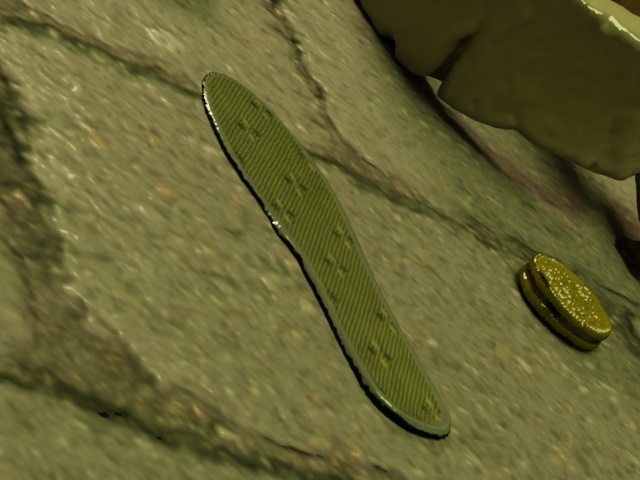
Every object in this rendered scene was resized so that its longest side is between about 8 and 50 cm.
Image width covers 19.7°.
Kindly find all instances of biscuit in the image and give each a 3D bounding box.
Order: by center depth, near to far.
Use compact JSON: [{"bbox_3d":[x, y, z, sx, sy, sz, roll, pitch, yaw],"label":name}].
[{"bbox_3d":[0.184,0.045,1.388,0.084,0.023,0.084,37,23,-19],"label":"biscuit"}]

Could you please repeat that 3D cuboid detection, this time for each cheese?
[{"bbox_3d":[0.190,-0.207,1.624,0.292,0.153,0.332,13,32,-29],"label":"cheese"}]

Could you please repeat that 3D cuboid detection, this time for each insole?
[{"bbox_3d":[0.000,0.000,1.173,0.109,0.007,0.322,20,31,-45],"label":"insole"}]

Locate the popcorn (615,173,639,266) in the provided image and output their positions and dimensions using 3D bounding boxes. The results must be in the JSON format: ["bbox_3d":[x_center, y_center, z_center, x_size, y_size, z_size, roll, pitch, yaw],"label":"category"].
[{"bbox_3d":[0.450,0.003,1.634,0.316,0.281,0.297,47,1,-28],"label":"popcorn"}]
